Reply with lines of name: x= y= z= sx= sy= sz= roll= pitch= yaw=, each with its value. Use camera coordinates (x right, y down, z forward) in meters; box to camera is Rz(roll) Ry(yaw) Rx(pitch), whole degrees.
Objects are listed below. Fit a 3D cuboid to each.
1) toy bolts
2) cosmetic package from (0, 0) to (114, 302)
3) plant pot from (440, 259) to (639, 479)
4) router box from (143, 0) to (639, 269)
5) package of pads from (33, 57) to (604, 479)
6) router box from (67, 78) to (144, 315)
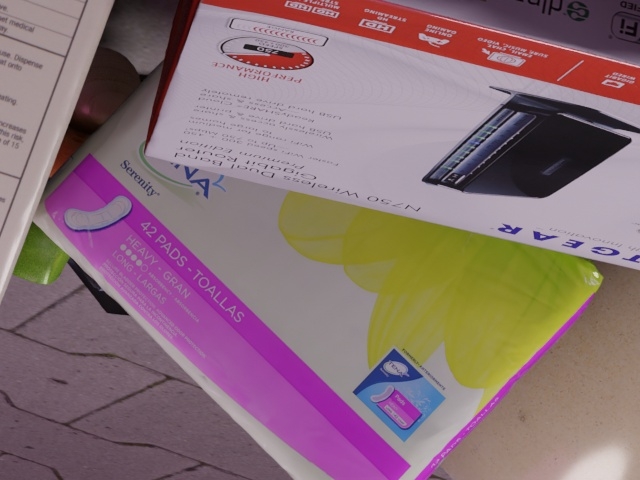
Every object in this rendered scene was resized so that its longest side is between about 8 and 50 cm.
toy bolts: x=-0.244 y=-0.069 z=1.125 sx=0.218 sy=0.158 sz=0.228 roll=27 pitch=-155 yaw=16
cosmetic package: x=-0.193 y=-0.122 z=0.903 sx=0.153 sy=0.129 sz=0.296 roll=21 pitch=112 yaw=-12
plant pot: x=0.216 y=0.060 z=1.199 sx=0.284 sy=0.284 sz=0.191 roll=21 pitch=130 yaw=-18
router box: x=0.100 y=-0.075 z=0.794 sx=0.335 sy=0.082 sz=0.301 roll=13 pitch=167 yaw=-8
package of pads: x=0.000 y=0.000 z=1.041 sx=0.296 sy=0.229 sz=0.101 roll=43 pitch=178 yaw=6
router box: x=-0.100 y=-0.020 z=1.363 sx=0.243 sy=0.081 sz=0.309 roll=7 pitch=156 yaw=15
